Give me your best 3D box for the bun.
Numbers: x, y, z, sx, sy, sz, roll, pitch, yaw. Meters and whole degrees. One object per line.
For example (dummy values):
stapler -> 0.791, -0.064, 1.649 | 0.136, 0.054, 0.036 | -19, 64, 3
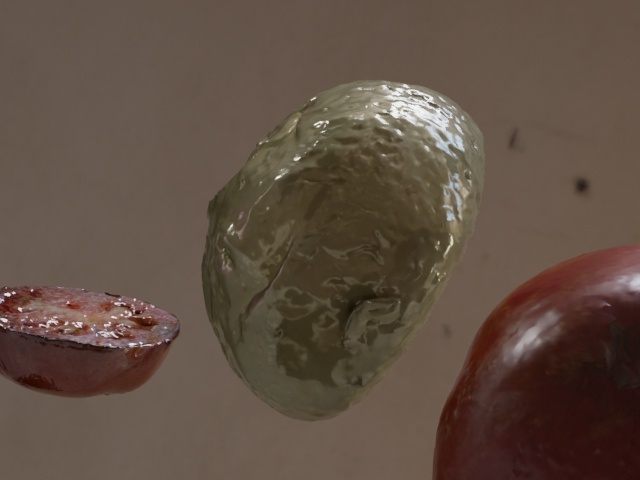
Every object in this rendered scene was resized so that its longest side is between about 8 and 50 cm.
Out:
bun -> 0.000, 0.000, 0.938 | 0.153, 0.244, 0.244 | 25, -20, -4

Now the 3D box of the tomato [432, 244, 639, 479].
tomato -> 0.156, 0.092, 0.708 | 0.200, 0.233, 0.139 | 10, -28, 17

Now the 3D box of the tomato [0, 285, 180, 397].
tomato -> -0.257, 0.113, 1.525 | 0.225, 0.085, 0.225 | 8, 8, -1
